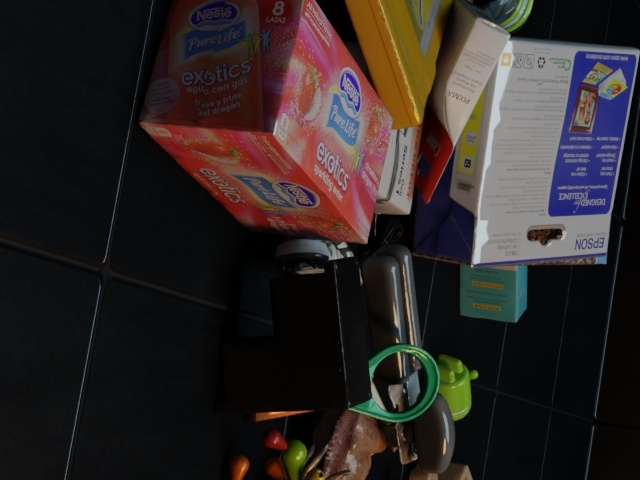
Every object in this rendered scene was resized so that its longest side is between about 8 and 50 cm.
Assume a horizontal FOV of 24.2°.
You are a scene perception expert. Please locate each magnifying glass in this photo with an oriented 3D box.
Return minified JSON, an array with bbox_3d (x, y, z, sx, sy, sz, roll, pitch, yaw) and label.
[{"bbox_3d":[0.030,0.174,1.713,0.231,0.026,0.092,-9,98,-22],"label":"magnifying glass"}]

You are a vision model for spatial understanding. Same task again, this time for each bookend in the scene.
[{"bbox_3d":[-0.036,0.103,1.598,0.072,0.157,0.156,-7,91,-68],"label":"bookend"}]

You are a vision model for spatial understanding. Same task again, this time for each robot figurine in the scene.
[{"bbox_3d":[0.199,0.232,2.312,0.101,0.067,0.115,-48,141,-41],"label":"robot figurine"}]

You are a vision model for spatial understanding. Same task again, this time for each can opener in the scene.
[{"bbox_3d":[0.109,0.142,1.798,0.074,0.093,0.280,-37,120,-57],"label":"can opener"}]

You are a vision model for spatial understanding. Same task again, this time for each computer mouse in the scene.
[{"bbox_3d":[0.086,-0.071,1.967,0.106,0.042,0.193,-37,131,-60],"label":"computer mouse"}]

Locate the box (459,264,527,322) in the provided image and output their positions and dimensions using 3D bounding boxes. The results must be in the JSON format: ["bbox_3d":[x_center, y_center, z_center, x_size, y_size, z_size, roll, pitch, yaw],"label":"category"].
[{"bbox_3d":[0.279,0.006,2.400,0.060,0.100,0.244,-43,135,-58],"label":"box"}]

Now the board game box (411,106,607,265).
[{"bbox_3d":[0.291,-0.084,2.202,0.291,0.141,0.232,-1,98,-42],"label":"board game box"}]

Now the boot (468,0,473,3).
[{"bbox_3d":[0.191,-0.346,2.051,0.283,0.109,0.220,-59,147,-41],"label":"boot"}]

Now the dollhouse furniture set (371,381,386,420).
[{"bbox_3d":[0.044,0.244,2.004,0.081,0.091,0.114,-29,106,-16],"label":"dollhouse furniture set"}]

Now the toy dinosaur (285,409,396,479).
[{"bbox_3d":[0.019,0.264,1.804,0.200,0.127,0.296,55,40,-50],"label":"toy dinosaur"}]

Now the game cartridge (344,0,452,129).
[{"bbox_3d":[0.080,-0.325,1.709,0.324,0.052,0.285,-75,149,-55],"label":"game cartridge"}]

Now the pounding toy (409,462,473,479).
[{"bbox_3d":[0.152,0.410,2.228,0.181,0.094,0.206,-56,137,-41],"label":"pounding toy"}]

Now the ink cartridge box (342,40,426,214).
[{"bbox_3d":[0.047,-0.130,1.780,0.219,0.092,0.160,26,71,-67],"label":"ink cartridge box"}]

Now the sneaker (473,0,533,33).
[{"bbox_3d":[0.277,-0.465,2.249,0.121,0.111,0.300,-5,99,-64],"label":"sneaker"}]

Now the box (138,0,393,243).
[{"bbox_3d":[-0.043,-0.120,1.488,0.300,0.142,0.154,48,51,-62],"label":"box"}]

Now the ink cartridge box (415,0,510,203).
[{"bbox_3d":[0.149,-0.183,1.877,0.232,0.066,0.189,-60,-166,13],"label":"ink cartridge box"}]

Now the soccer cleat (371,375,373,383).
[{"bbox_3d":[0.040,0.152,1.909,0.035,0.029,0.083,-16,82,-56],"label":"soccer cleat"}]

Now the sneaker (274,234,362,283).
[{"bbox_3d":[0.000,0.000,1.719,0.234,0.078,0.106,47,40,-72],"label":"sneaker"}]

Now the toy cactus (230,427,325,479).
[{"bbox_3d":[-0.039,0.326,1.639,0.180,0.112,0.219,23,78,-39],"label":"toy cactus"}]

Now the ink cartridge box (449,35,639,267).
[{"bbox_3d":[0.307,-0.125,2.064,0.303,0.072,0.307,-3,107,-43],"label":"ink cartridge box"}]
